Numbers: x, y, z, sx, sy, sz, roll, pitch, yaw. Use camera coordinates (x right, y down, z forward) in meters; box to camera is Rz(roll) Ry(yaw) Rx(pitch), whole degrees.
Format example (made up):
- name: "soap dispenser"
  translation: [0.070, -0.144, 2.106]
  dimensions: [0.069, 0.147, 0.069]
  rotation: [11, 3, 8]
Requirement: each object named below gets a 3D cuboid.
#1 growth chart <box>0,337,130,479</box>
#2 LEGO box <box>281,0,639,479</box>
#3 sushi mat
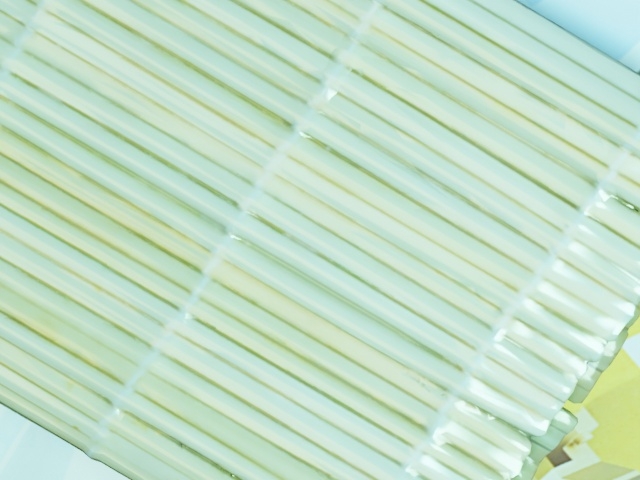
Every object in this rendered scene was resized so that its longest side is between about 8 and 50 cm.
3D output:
- name: "growth chart"
  translation: [-0.066, 0.095, 0.510]
  dimensions: [0.237, 0.021, 0.172]
  rotation: [33, 114, -5]
- name: "LEGO box"
  translation: [0.000, 0.000, 0.578]
  dimensions: [0.500, 0.193, 0.372]
  rotation: [-35, 103, 20]
- name: "sushi mat"
  translation: [-0.072, -0.039, 0.447]
  dimensions: [0.316, 0.019, 0.151]
  rotation: [31, 102, -2]
